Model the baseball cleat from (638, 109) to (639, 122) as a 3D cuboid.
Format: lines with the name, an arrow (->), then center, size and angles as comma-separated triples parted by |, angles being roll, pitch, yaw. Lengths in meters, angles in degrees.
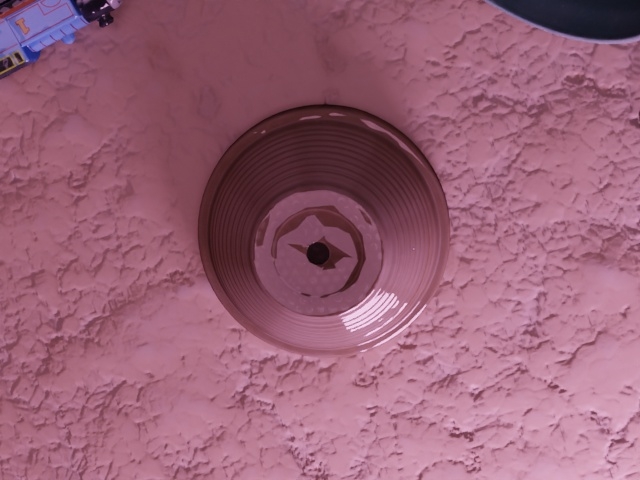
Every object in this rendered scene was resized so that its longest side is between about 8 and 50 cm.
baseball cleat -> 0.385, -0.138, 1.175 | 0.206, 0.072, 0.109 | -32, 112, 14

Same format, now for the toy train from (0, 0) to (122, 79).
toy train -> -0.263, -0.216, 1.190 | 0.184, 0.080, 0.105 | -26, 108, 6

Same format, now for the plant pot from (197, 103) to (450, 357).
plant pot -> 0.000, 0.000, 1.200 | 0.237, 0.110, 0.237 | 1, 101, 5

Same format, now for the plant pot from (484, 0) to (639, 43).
plant pot -> 0.202, -0.326, 1.050 | 0.293, 0.293, 0.196 | 37, 77, -4
